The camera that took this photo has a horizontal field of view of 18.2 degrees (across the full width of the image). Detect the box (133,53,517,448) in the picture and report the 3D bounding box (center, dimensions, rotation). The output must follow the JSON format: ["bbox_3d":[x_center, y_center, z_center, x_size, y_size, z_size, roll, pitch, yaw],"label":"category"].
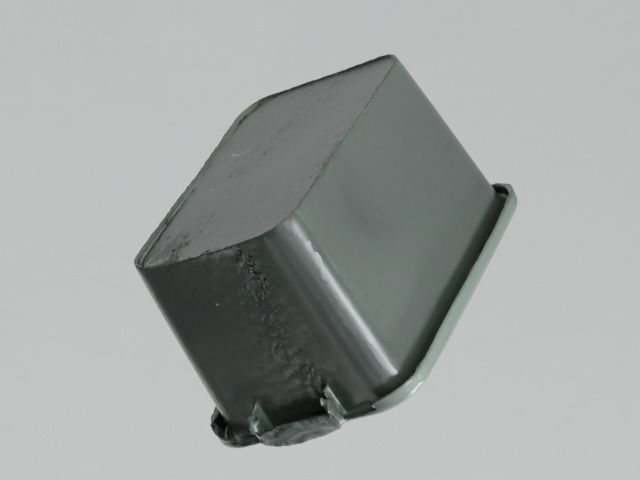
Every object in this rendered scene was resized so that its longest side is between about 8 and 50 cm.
[{"bbox_3d":[0.000,0.000,0.631,0.069,0.084,0.122,56,39,-21],"label":"box"}]
